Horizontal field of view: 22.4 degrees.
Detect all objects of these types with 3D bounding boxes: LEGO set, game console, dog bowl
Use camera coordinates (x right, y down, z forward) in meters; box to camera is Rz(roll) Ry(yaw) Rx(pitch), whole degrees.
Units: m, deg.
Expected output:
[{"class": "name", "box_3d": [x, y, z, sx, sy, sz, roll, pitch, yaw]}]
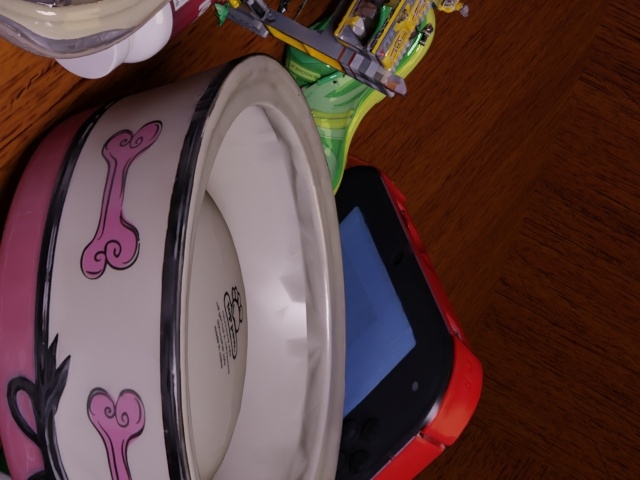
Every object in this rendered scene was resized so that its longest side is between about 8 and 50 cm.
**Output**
[{"class": "LEGO set", "box_3d": [0.044, -0.265, 1.247, 0.331, 0.192, 0.255, -59, 166, -11]}, {"class": "game console", "box_3d": [-0.021, 0.130, 1.486, 0.342, 0.060, 0.386, -43, -149, 15]}, {"class": "dog bowl", "box_3d": [-0.102, 0.070, 1.195, 0.408, 0.150, 0.407, -2, 90, -74]}]

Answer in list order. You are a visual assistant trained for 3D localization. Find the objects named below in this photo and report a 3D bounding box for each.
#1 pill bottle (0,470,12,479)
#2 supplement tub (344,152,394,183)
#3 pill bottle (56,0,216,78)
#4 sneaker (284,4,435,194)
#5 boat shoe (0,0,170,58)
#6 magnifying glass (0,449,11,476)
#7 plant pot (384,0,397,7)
[{"class": "pill bottle", "box_3d": [-0.300, 0.276, 1.259, 0.193, 0.108, 0.108, -48, 161, -41]}, {"class": "supplement tub", "box_3d": [0.000, 0.000, 1.774, 0.190, 0.117, 0.117, -64, 166, 12]}, {"class": "pill bottle", "box_3d": [-0.119, -0.173, 1.074, 0.152, 0.086, 0.086, -48, 161, -41]}, {"class": "sneaker", "box_3d": [-0.010, -0.137, 1.555, 0.295, 0.109, 0.123, -58, 141, -2]}, {"class": "boat shoe", "box_3d": [-0.081, -0.238, 0.987, 0.355, 0.132, 0.130, -49, 162, -44]}, {"class": "magnifying glass", "box_3d": [-0.257, 0.176, 1.401, 0.092, 0.026, 0.231, -44, 160, -51]}, {"class": "plant pot", "box_3d": [0.048, -0.271, 1.432, 0.095, 0.134, 0.134, -8, 130, -41]}]
